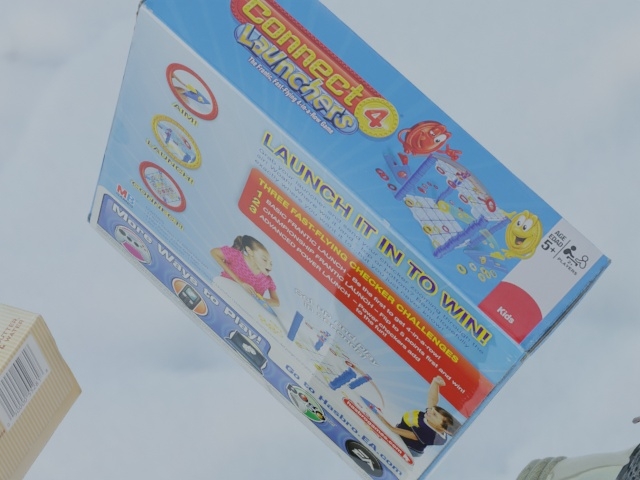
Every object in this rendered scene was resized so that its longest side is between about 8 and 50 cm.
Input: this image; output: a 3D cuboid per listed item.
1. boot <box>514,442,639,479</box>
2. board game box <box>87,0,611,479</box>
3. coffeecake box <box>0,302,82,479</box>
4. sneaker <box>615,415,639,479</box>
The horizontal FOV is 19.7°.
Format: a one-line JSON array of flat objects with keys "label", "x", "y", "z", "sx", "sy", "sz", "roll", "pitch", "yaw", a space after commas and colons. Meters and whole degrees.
[{"label": "boot", "x": 0.216, "y": 0.232, "z": 1.407, "sx": 0.165, "sy": 0.077, "sz": 0.213, "roll": -13, "pitch": 31, "yaw": 27}, {"label": "board game box", "x": 0.000, "y": 0.000, "z": 1.194, "sx": 0.308, "sy": 0.302, "sz": 0.086, "roll": 43, "pitch": 63, "yaw": 8}, {"label": "coffeecake box", "x": -0.238, "y": 0.087, "z": 0.916, "sx": 0.185, "sy": 0.068, "sz": 0.142, "roll": 13, "pitch": 54, "yaw": 28}, {"label": "sneaker", "x": 0.206, "y": 0.079, "z": 0.845, "sx": 0.121, "sy": 0.112, "sz": 0.299, "roll": 33, "pitch": 94, "yaw": 30}]
